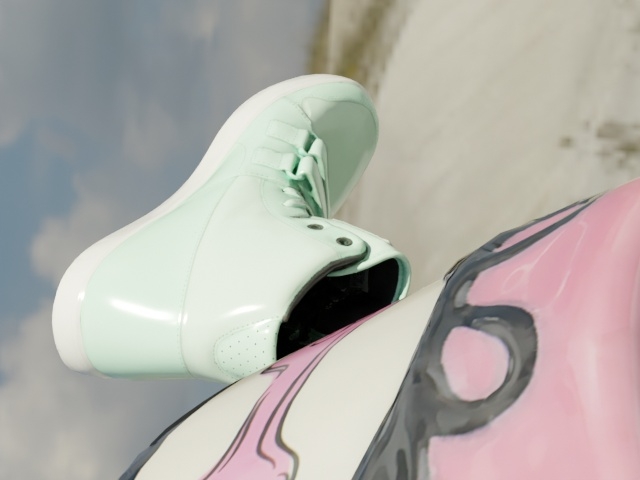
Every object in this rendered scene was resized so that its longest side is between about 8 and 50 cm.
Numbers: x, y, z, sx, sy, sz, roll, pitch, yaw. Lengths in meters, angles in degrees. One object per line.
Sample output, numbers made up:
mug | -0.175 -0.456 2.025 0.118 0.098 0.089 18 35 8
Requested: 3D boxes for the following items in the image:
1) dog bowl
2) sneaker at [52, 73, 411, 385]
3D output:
dog bowl | 0.142 0.153 0.441 0.150 0.408 0.408 -46 17 31
sneaker | 0.000 0.001 0.964 0.256 0.151 0.094 -45 -46 -44
